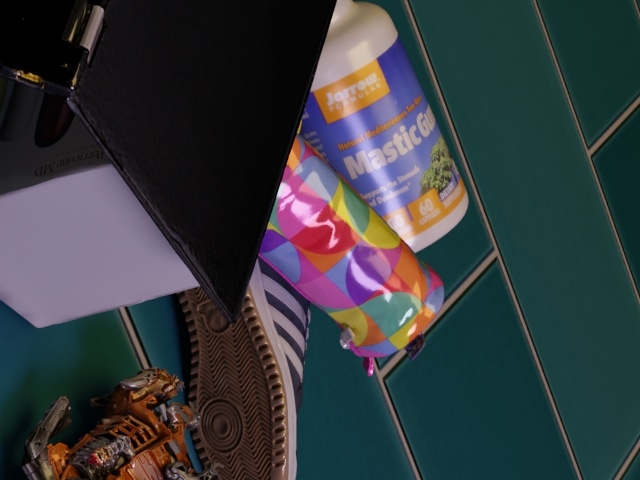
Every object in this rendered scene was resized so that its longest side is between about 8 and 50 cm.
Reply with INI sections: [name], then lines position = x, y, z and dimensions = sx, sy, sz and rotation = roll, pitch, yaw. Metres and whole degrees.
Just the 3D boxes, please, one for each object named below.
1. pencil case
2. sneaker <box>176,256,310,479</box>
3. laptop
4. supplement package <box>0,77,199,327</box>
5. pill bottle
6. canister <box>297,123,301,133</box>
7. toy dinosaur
[pencil case]
position = 0.000, 0.000, 1.573
dimensions = 0.236, 0.104, 0.104
rotation = 46, 40, -22
[sneaker]
position = -0.041, 0.083, 1.640
dimensions = 0.153, 0.099, 0.282
rotation = 1, 75, -57
[laptop]
position = -0.171, -0.216, 1.263
dimensions = 0.408, 0.236, 0.382
rotation = 19, 61, -6
[supplement package]
position = -0.161, -0.074, 1.410
dimensions = 0.149, 0.194, 0.203
rotation = 43, 43, -41
[pill bottle]
position = 0.017, -0.122, 1.765
dimensions = 0.272, 0.152, 0.152
rotation = 65, 32, -19
[canister]
position = -0.107, -0.129, 1.592
dimensions = 0.170, 0.126, 0.073
rotation = 43, 43, -46
[toy dinosaur]
position = -0.150, 0.236, 1.399
dimensions = 0.218, 0.164, 0.322
rotation = 47, 58, -18
